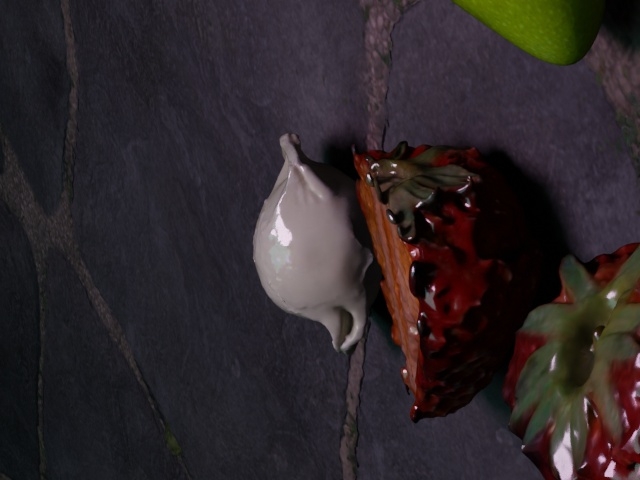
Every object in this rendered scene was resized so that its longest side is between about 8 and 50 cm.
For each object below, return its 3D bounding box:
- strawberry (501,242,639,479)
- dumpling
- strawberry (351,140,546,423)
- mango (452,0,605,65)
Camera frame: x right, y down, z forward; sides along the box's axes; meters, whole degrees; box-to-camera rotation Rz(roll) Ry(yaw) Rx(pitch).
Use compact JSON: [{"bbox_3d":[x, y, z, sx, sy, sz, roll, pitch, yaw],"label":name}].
[{"bbox_3d":[0.319,0.125,1.300,0.292,0.310,0.291,-167,90,-73],"label":"strawberry"},{"bbox_3d":[0.000,0.000,1.947,0.193,0.147,0.258,-83,-25,-78],"label":"dumpling"},{"bbox_3d":[0.135,0.039,1.694,0.253,0.150,0.280,-130,26,-77],"label":"strawberry"},{"bbox_3d":[0.128,-0.293,1.484,0.343,0.156,0.192,62,154,16],"label":"mango"}]
